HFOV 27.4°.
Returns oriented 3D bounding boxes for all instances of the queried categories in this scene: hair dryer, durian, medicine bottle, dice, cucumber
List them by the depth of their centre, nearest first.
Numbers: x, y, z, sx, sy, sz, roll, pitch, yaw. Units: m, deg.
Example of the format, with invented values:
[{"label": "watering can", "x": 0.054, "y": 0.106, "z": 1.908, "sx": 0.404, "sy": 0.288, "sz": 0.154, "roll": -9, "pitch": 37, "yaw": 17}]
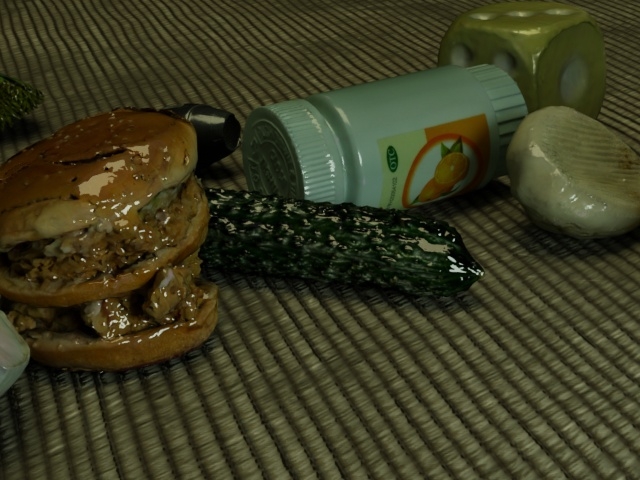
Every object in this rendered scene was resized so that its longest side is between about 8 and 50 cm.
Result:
[{"label": "cucumber", "x": 0.000, "y": 0.000, "z": 1.357, "sx": 0.359, "sy": 0.096, "sz": 0.096, "roll": 5, "pitch": 24, "yaw": 24}, {"label": "medicine bottle", "x": 0.082, "y": -0.111, "z": 1.532, "sx": 0.318, "sy": 0.158, "sz": 0.158, "roll": -16, "pitch": 25, "yaw": -26}, {"label": "hair dryer", "x": -0.247, "y": -0.093, "z": 1.663, "sx": 0.235, "sy": 0.091, "sz": 0.272, "roll": -5, "pitch": 24, "yaw": 24}, {"label": "dice", "x": 0.270, "y": -0.224, "z": 1.762, "sx": 0.166, "sy": 0.169, "sz": 0.169, "roll": -22, "pitch": 28, "yaw": -40}, {"label": "durian", "x": -0.503, "y": -0.208, "z": 1.974, "sx": 0.137, "sy": 0.095, "sz": 0.220, "roll": 25, "pitch": -2, "yaw": -40}]

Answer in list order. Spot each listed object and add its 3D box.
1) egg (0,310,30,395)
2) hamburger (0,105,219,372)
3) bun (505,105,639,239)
[{"label": "egg", "x": -0.388, "y": 0.090, "z": 1.125, "sx": 0.271, "sy": 0.162, "sz": 0.206, "roll": 36, "pitch": 3, "yaw": 13}, {"label": "hamburger", "x": -0.213, "y": -0.003, "z": 1.270, "sx": 0.245, "sy": 0.211, "sz": 0.260, "roll": 1, "pitch": 26, "yaw": 27}, {"label": "bun", "x": 0.276, "y": -0.060, "z": 1.446, "sx": 0.183, "sy": 0.102, "sz": 0.183, "roll": 19, "pitch": 40, "yaw": -17}]
